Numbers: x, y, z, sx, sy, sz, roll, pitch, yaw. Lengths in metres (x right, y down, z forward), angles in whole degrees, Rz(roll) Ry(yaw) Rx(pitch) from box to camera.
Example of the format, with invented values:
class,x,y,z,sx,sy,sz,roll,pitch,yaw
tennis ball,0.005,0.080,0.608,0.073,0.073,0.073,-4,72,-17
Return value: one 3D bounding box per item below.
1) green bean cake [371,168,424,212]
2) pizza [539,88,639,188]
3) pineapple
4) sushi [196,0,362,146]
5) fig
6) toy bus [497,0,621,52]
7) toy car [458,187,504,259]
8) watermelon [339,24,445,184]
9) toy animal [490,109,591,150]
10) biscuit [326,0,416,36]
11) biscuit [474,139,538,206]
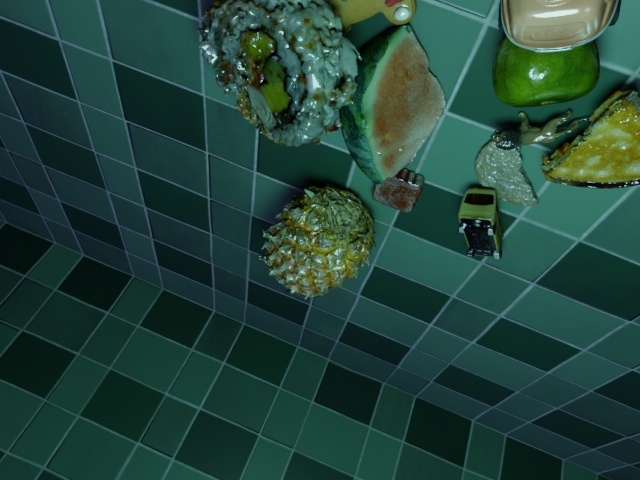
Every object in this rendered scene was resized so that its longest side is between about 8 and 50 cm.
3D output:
class,x,y,z,sx,sy,sz,roll,pitch,yaw
green bean cake,0.229,-0.156,1.468,0.136,0.056,0.135,22,147,5
pizza,0.619,-0.209,1.114,0.251,0.074,0.288,-14,137,35
pineapple,0.000,-0.003,1.561,0.352,0.352,0.300,30,140,-7
sushi,-0.098,-0.404,1.173,0.417,0.176,0.417,31,142,27
fig,0.436,-0.388,0.978,0.203,0.203,0.235,-3,99,35
toy bus,0.376,-0.454,0.782,0.194,0.232,0.287,7,106,27
toy car,0.465,-0.042,1.413,0.101,0.124,0.256,7,158,28
watermelon,0.139,-0.291,1.211,0.319,0.222,0.292,-15,133,44
toy animal,0.510,-0.260,1.152,0.220,0.086,0.069,-14,135,19
biscuit,0.120,-0.547,1.032,0.340,0.047,0.216,1,140,31
biscuit,0.481,-0.173,1.310,0.133,0.032,0.250,-5,136,38
